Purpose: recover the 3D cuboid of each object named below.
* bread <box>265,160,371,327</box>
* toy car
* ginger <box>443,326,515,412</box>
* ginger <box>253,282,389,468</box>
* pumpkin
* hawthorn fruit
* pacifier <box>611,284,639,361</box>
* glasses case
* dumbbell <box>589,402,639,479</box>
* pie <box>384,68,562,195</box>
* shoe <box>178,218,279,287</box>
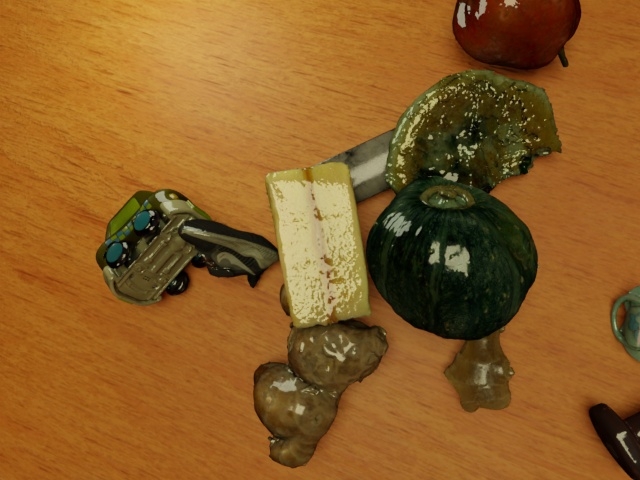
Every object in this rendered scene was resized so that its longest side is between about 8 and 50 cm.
[{"bbox_3d":[0.001,0.004,0.998,0.168,0.163,0.264,-11,54,-3],"label":"bread"},{"bbox_3d":[-0.371,-0.006,1.168,0.248,0.204,0.198,-49,54,0],"label":"toy car"},{"bbox_3d":[0.334,0.192,1.048,0.131,0.086,0.294,18,81,35],"label":"ginger"},{"bbox_3d":[-0.019,0.257,1.066,0.256,0.176,0.375,21,89,29],"label":"ginger"},{"bbox_3d":[0.207,0.053,0.951,0.293,0.197,0.263,24,128,28],"label":"pumpkin"},{"bbox_3d":[0.394,-0.437,1.059,0.261,0.224,0.224,33,90,-10],"label":"hawthorn fruit"},{"bbox_3d":[0.616,0.151,1.003,0.117,0.127,0.150,-8,100,-26],"label":"pacifier"},{"bbox_3d":[0.082,-0.140,1.143,0.299,0.060,0.114,-25,84,7],"label":"glasses case"},{"bbox_3d":[0.611,0.315,0.957,0.225,0.124,0.140,-30,78,6],"label":"dumbbell"},{"bbox_3d":[0.290,-0.175,1.065,0.296,0.078,0.371,40,95,-8],"label":"pie"},{"bbox_3d":[-0.192,0.031,1.115,0.099,0.228,0.112,44,114,53],"label":"shoe"}]
